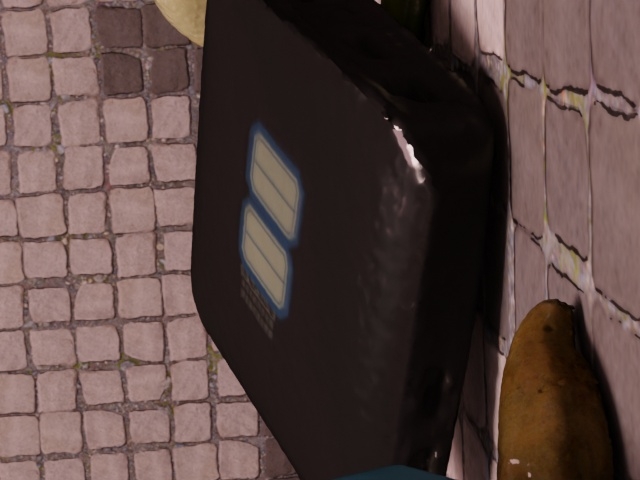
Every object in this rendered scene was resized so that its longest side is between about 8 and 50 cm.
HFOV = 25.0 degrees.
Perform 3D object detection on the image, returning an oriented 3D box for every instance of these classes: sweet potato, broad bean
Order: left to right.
[{"bbox_3d":[0.048,-0.160,1.133,0.213,0.048,0.070,131,148,-75],"label":"broad bean"},{"bbox_3d":[0.107,0.142,0.659,0.081,0.062,0.233,96,173,-83],"label":"sweet potato"}]

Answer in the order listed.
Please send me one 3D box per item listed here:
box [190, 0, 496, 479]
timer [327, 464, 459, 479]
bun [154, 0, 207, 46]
[{"bbox_3d":[0.000,0.000,1.012,0.359,0.091,0.350,-128,37,-51],"label":"box"},{"bbox_3d":[0.077,0.222,0.601,0.250,0.091,0.232,2,96,49],"label":"timer"},{"bbox_3d":[-0.030,-0.236,1.145,0.127,0.222,0.222,40,138,53],"label":"bun"}]
